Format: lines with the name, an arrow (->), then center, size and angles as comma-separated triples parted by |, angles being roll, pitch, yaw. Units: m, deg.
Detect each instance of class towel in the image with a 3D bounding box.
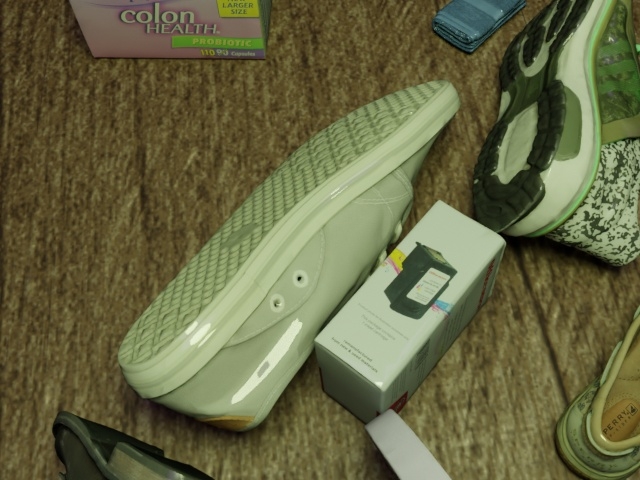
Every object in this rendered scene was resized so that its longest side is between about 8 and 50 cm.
towel -> 0.194, -0.279, 0.917 | 0.067, 0.029, 0.119 | 39, 70, 20

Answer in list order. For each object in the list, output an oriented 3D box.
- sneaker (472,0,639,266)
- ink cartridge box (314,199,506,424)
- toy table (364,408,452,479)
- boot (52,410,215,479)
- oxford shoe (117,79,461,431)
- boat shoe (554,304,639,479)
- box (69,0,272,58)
sneaker -> 0.293, -0.139, 0.806 | 0.182, 0.158, 0.410 | 33, 61, -16
ink cartridge box -> 0.080, 0.069, 0.677 | 0.072, 0.127, 0.175 | 34, 67, 21
toy table -> 0.049, 0.250, 0.529 | 0.161, 0.274, 0.252 | -34, 97, -7
boot -> -0.184, 0.255, 0.552 | 0.091, 0.263, 0.228 | 31, 72, -27
oxford shoe -> 0.000, 0.000, 0.727 | 0.130, 0.169, 0.449 | 53, 59, -21
boat shoe -> 0.323, 0.096, 0.673 | 0.105, 0.089, 0.285 | 37, 69, 20
box -> -0.166, -0.349, 0.919 | 0.214, 0.117, 0.242 | 1, 61, 2
